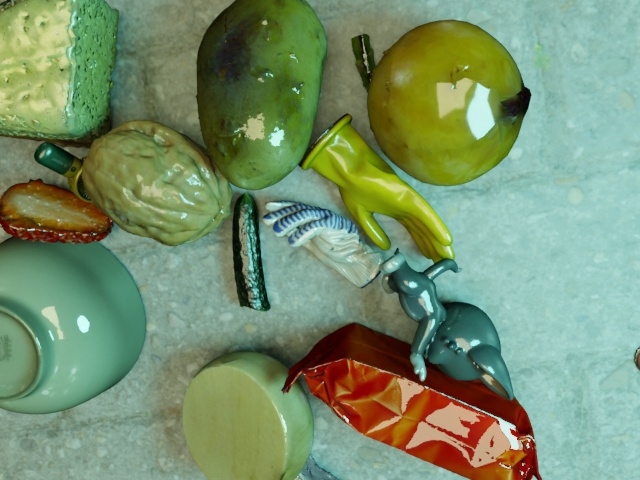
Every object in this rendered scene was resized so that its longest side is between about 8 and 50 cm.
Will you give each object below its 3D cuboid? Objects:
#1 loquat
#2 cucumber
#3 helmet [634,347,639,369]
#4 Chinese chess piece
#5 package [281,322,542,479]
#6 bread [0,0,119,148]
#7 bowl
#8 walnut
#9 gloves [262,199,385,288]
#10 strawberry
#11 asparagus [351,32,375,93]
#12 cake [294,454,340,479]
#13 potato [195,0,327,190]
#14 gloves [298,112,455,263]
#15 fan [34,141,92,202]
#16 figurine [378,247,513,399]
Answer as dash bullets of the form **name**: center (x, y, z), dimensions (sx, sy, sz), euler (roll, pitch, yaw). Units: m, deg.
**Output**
- **loquat**: center (0.182, -0.198, 0.769), dimensions (0.235, 0.235, 0.234), euler (1, 101, 6)
- **cucumber**: center (-0.127, 0.022, 0.937), dimensions (0.058, 0.052, 0.214), euler (-7, 100, -13)
- **helmet**: center (0.588, 0.213, 0.898), dimensions (0.084, 0.049, 0.065), euler (14, 104, 3)
- **Chinese chess piece**: center (-0.128, 0.319, 0.930), dimensions (0.251, 0.097, 0.250), euler (4, 98, 31)
- **package**: center (0.157, 0.263, 0.880), dimensions (0.424, 0.196, 0.123), euler (22, 98, 3)
- **bread**: center (-0.487, -0.286, 0.816), dimensions (0.316, 0.248, 0.278), euler (16, 97, -10)
- **bowl**: center (-0.518, 0.165, 0.938), dimensions (0.354, 0.185, 0.353), euler (1, 101, 6)
- **walnut**: center (-0.263, -0.093, 0.857), dimensions (0.245, 0.198, 0.198), euler (32, 103, 7)
- **gloves**: center (0.005, -0.003, 0.898), dimensions (0.229, 0.119, 0.097), euler (28, 64, -10)
- **strawberry**: center (-0.467, -0.032, 0.929), dimensions (0.188, 0.121, 0.082), euler (19, 136, -18)
- **asparagus**: center (0.088, -0.255, 0.869), dimensions (0.036, 0.030, 0.165), euler (-21, 98, -1)
- **cake**: center (-0.044, 0.555, 1.000), dimensions (0.113, 0.116, 0.295), euler (23, 102, 2)
- **potato**: center (-0.096, -0.227, 0.797), dimensions (0.210, 0.173, 0.307), euler (-3, 75, 23)
- **gloves**: center (0.108, -0.061, 0.854), dimensions (0.294, 0.133, 0.116), euler (45, 91, -2)
- **fan**: center (-0.413, -0.122, 0.893), dimensions (0.039, 0.155, 0.082), euler (34, 87, 28)
- **figurine**: center (0.190, 0.113, 0.843), dimensions (0.140, 0.193, 0.265), euler (-23, 103, 9)
